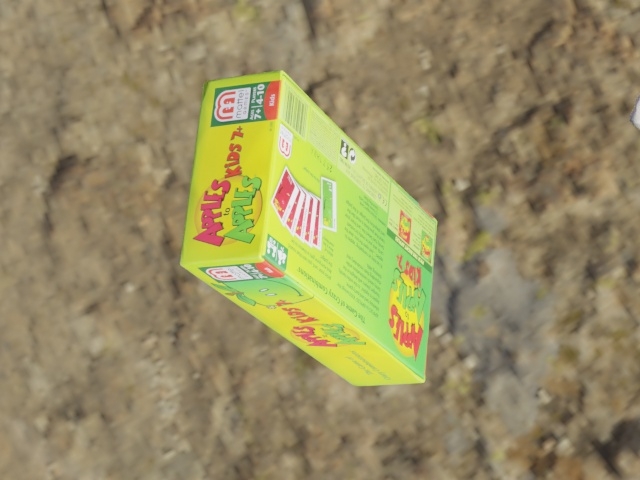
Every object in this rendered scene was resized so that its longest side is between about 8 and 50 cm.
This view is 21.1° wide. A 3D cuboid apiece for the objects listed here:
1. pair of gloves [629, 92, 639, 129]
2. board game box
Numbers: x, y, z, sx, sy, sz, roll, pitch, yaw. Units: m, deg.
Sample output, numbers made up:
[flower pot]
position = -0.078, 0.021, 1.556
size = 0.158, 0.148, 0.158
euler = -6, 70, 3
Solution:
[pair of gloves]
position = 0.240, -0.089, 0.542
size = 0.204, 0.042, 0.240
euler = 35, 94, 15
[board game box]
position = 0.000, 0.000, 0.834
size = 0.043, 0.181, 0.092
euler = -5, 66, 27
